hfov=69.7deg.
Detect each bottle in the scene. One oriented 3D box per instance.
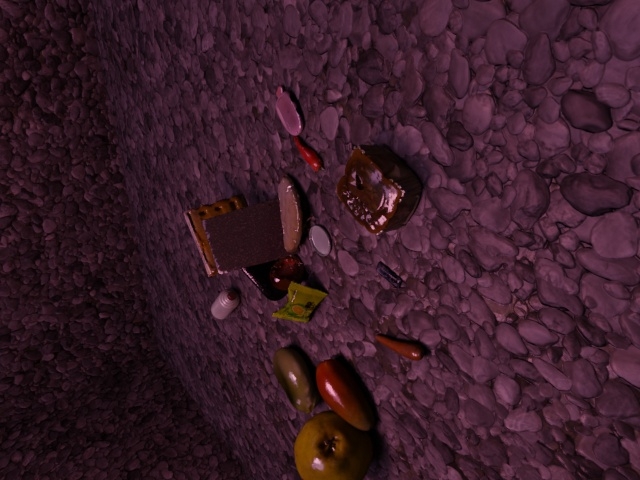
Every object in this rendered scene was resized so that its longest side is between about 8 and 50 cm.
[{"bbox_3d":[-0.468,0.310,2.288,0.104,0.104,0.245,60,145,11],"label":"bottle"}]

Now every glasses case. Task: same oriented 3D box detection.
[{"bbox_3d":[-0.241,0.095,1.779,0.321,0.122,0.082,49,165,-6],"label":"glasses case"}]

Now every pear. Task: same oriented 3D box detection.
[{"bbox_3d":[0.051,0.790,1.711,0.287,0.287,0.375,45,168,30],"label":"pear"}]

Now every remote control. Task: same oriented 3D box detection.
[{"bbox_3d":[0.198,0.102,1.344,0.096,0.014,0.039,41,137,32],"label":"remote control"}]

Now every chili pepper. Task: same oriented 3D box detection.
[{"bbox_3d":[-0.044,-0.279,1.455,0.178,0.027,0.045,55,144,22],"label":"chili pepper"}]

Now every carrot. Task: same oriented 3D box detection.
[{"bbox_3d":[0.233,0.318,1.393,0.216,0.048,0.048,6,113,58],"label":"carrot"}]

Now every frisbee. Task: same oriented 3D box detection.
[{"bbox_3d":[0.000,0.000,1.559,0.110,0.014,0.110,32,132,43],"label":"frisbee"}]

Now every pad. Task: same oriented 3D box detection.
[{"bbox_3d":[-0.259,-0.015,1.706,0.004,0.329,0.220,-52,-54,-78],"label":"pad"}]

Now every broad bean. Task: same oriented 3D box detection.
[{"bbox_3d":[-0.105,0.582,1.929,0.291,0.119,0.238,58,154,19],"label":"broad bean"}]

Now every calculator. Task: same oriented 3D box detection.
[{"bbox_3d":[-0.102,-0.413,1.465,0.103,0.024,0.166,-34,80,55],"label":"calculator"}]

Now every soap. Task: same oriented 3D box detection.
[{"bbox_3d":[-0.389,-0.019,1.871,0.143,0.259,0.281,-29,81,61],"label":"soap"}]

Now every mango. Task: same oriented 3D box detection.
[{"bbox_3d":[0.087,0.556,1.648,0.289,0.129,0.146,45,141,18],"label":"mango"}]

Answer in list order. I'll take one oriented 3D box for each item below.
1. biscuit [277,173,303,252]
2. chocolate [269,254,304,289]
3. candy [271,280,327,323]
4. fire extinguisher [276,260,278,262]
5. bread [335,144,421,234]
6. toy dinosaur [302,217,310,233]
[{"bbox_3d":[-0.100,-0.085,1.596,0.141,0.038,0.290,20,117,59],"label":"biscuit"},{"bbox_3d":[-0.129,0.125,1.701,0.124,0.133,0.128,15,117,54],"label":"chocolate"},{"bbox_3d":[-0.081,0.242,1.704,0.069,0.148,0.246,-87,18,-45],"label":"candy"},{"bbox_3d":[-0.185,0.117,1.867,0.038,0.025,0.083,-92,13,-48],"label":"fire extinguisher"},{"bbox_3d":[0.144,-0.133,1.206,0.210,0.109,0.192,51,141,24],"label":"bread"},{"bbox_3d":[-0.056,-0.048,1.596,0.113,0.026,0.041,-29,75,62],"label":"toy dinosaur"}]
